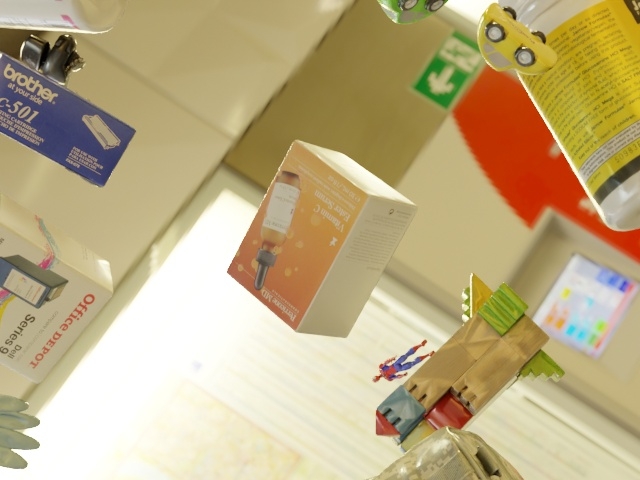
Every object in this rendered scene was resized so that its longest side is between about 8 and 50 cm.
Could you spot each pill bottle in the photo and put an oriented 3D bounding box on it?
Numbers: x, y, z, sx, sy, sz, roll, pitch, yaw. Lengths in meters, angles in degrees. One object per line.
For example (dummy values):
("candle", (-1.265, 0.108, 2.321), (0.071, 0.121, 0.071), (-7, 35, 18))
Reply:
("pill bottle", (-0.418, -0.375, 1.801), (0.160, 0.283, 0.160), (7, -90, -67))
("pill bottle", (0.358, -0.195, 1.600), (0.188, 0.334, 0.188), (-24, -17, -8))

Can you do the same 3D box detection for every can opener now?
("can opener", (-0.339, -0.216, 1.663), (0.059, 0.073, 0.186), (-51, -2, -18))

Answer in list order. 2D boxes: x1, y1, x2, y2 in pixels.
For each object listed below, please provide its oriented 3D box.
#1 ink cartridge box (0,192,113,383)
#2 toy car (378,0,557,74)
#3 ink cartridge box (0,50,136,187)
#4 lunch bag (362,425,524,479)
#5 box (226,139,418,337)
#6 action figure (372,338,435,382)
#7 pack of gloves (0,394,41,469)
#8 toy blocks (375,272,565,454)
("ink cartridge box", (-0.373, 0.046, 1.524), (0.154, 0.212, 0.093), (-48, 28, 12))
("toy car", (0.128, -0.265, 1.414), (0.225, 0.239, 0.053), (-5, -34, -44))
("ink cartridge box", (-0.196, -0.092, 0.888), (0.046, 0.097, 0.207), (-60, 23, 0))
("lunch bag", (0.089, 0.345, 1.392), (0.305, 0.212, 0.256), (-36, -36, 6))
("box", (0.000, 0.000, 1.408), (0.091, 0.130, 0.170), (12, -70, -51))
("action figure", (0.124, 0.193, 2.019), (0.115, 0.038, 0.030), (-34, 9, 33))
("pack of gloves", (-0.417, 0.248, 1.371), (0.046, 0.232, 0.195), (4, 82, 66))
("toy blocks", (0.192, 0.220, 1.891), (0.261, 0.191, 0.381), (-43, -12, -7))
